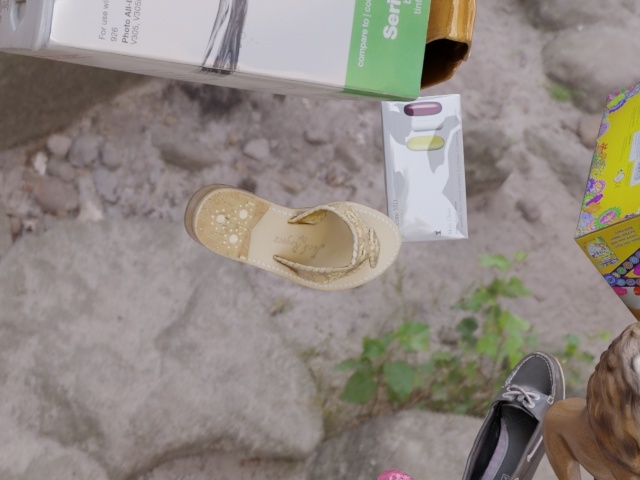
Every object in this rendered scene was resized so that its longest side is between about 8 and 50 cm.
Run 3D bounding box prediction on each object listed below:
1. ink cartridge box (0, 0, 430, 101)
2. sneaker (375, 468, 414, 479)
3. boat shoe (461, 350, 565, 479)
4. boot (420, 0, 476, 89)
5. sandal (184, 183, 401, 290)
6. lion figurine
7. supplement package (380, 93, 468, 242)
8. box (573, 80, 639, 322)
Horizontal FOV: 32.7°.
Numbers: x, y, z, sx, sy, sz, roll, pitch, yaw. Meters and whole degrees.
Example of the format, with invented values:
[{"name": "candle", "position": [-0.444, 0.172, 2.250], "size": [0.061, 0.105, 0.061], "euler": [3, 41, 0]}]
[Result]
[{"name": "ink cartridge box", "position": [-0.089, -0.186, 0.855], "size": [0.289, 0.211, 0.122], "euler": [5, 96, -26]}, {"name": "sneaker", "position": [0.122, 0.451, 1.551], "size": [0.120, 0.299, 0.112], "euler": [-11, 23, 6]}, {"name": "boat shoe", "position": [0.314, 0.326, 1.787], "size": [0.112, 0.095, 0.335], "euler": [13, 70, 32]}, {"name": "boot", "position": [0.091, -0.251, 1.093], "size": [0.104, 0.295, 0.211], "euler": [9, 85, -10]}, {"name": "sandal", "position": [-0.002, 0.006, 0.974], "size": [0.240, 0.088, 0.079], "euler": [12, 8, -36]}, {"name": "lion figurine", "position": [0.344, 0.240, 1.303], "size": [0.142, 0.392, 0.240], "euler": [-21, 81, -25]}, {"name": "supplement package", "position": [0.190, -0.134, 2.035], "size": [0.145, 0.204, 0.262], "euler": [-4, 94, 4]}, {"name": "box", "position": [0.472, -0.026, 1.312], "size": [0.279, 0.177, 0.290], "euler": [48, 42, -22]}]
